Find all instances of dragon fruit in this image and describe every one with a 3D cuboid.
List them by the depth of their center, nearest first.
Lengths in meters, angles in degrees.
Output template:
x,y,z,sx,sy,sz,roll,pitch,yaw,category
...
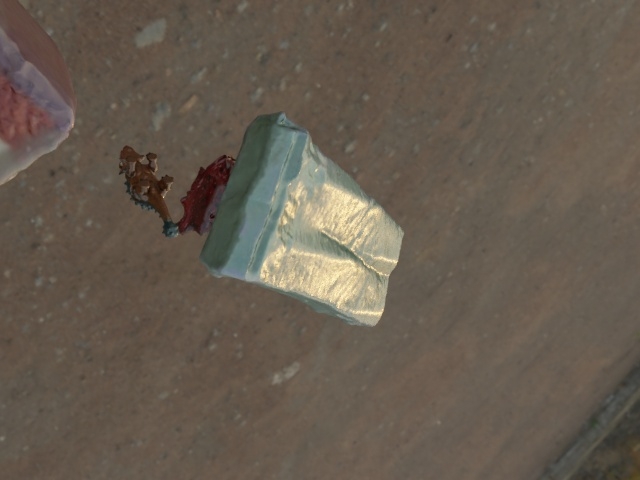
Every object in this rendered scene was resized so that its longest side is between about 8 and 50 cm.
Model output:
x,y,z,sx,sy,sz,roll,pitch,yaw,category
-0.173,-0.069,1.342,0.131,0.097,0.063,-29,135,14,dragon fruit

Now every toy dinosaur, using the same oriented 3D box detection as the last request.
x,y,z,sx,sy,sz,roll,pitch,yaw,category
-0.211,-0.063,1.088,0.049,0.154,0.055,-10,144,-37,toy dinosaur

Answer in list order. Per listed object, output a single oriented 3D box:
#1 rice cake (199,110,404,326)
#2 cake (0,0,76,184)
x,y,z,sx,sy,sz,roll,pitch,yaw,category
0.000,0.000,0.521,0.085,0.040,0.226,-69,157,-5,rice cake
-0.435,-0.207,0.962,0.237,0.230,0.309,-34,125,3,cake
